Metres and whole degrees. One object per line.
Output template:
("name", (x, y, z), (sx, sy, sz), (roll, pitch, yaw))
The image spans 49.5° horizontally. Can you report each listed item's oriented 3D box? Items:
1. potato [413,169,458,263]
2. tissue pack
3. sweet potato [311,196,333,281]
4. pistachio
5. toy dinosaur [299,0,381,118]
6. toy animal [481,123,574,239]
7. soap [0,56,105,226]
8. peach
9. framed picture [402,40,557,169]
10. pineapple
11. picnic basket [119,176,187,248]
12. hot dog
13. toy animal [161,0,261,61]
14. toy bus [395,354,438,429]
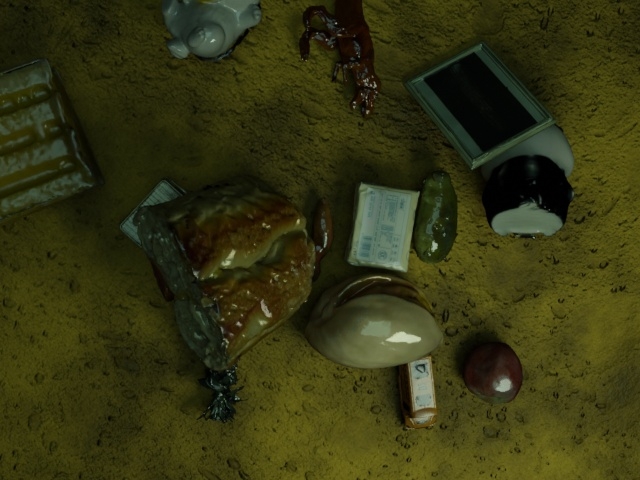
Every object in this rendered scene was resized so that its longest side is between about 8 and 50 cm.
("potato", (0.273, -0.054, 1.641), (0.117, 0.090, 0.225), (-3, 102, -46))
("tissue pack", (0.143, -0.033, 1.628), (0.148, 0.092, 0.196), (9, 94, -8))
("sweet potato", (0.000, 0.000, 1.629), (0.058, 0.055, 0.202), (12, 93, 12))
("pistachio", (0.120, 0.192, 1.588), (0.309, 0.230, 0.229), (1, 94, -12))
("toy dinosaur", (0.047, -0.495, 1.580), (0.208, 0.097, 0.432), (-6, 99, -22))
("toy animal", (0.479, -0.146, 1.615), (0.213, 0.212, 0.266), (16, 61, -9))
("soap", (-0.671, -0.190, 1.467), (0.335, 0.156, 0.293), (-24, 94, -6))
("peach", (0.428, 0.316, 1.676), (0.152, 0.152, 0.152), (-1, 94, -8))
("framed picture", (0.361, -0.321, 1.595), (0.231, 0.018, 0.293), (-30, 62, -5))
("pineapple", (-0.225, 0.302, 1.593), (0.125, 0.125, 0.251), (1, 100, -8))
("picnic basket", (-0.360, -0.050, 1.559), (0.115, 0.079, 0.164), (43, 87, -9))
("hot dog", (-0.178, 0.037, 1.492), (0.365, 0.196, 0.367), (-31, 104, -42))
("toy animal", (-0.220, -0.540, 1.514), (0.209, 0.154, 0.325), (9, 71, 12))
("toy bus", (0.236, 0.364, 1.671), (0.083, 0.088, 0.194), (-8, 95, -9))
